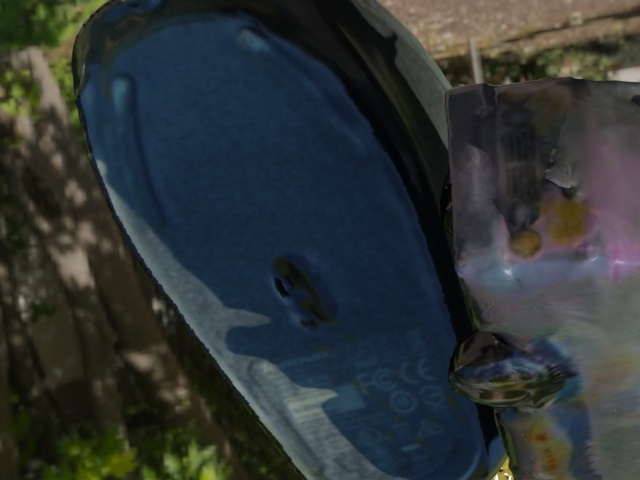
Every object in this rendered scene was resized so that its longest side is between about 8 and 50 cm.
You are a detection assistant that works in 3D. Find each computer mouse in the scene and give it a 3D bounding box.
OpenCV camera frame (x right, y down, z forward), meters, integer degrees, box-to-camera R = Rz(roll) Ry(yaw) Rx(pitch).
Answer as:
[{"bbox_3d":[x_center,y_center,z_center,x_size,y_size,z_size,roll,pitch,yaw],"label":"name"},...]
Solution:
[{"bbox_3d":[-0.001,-0.001,0.687,0.203,0.374,0.114,-14,-150,22],"label":"computer mouse"}]

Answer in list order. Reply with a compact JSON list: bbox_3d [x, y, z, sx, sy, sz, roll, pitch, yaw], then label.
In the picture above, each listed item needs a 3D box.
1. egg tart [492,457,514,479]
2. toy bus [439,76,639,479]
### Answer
[{"bbox_3d":[0.136,0.160,1.148,0.279,0.279,0.095,-9,154,-51],"label":"egg tart"},{"bbox_3d":[0.136,0.057,0.541,0.137,0.112,0.317,-7,145,13],"label":"toy bus"}]
